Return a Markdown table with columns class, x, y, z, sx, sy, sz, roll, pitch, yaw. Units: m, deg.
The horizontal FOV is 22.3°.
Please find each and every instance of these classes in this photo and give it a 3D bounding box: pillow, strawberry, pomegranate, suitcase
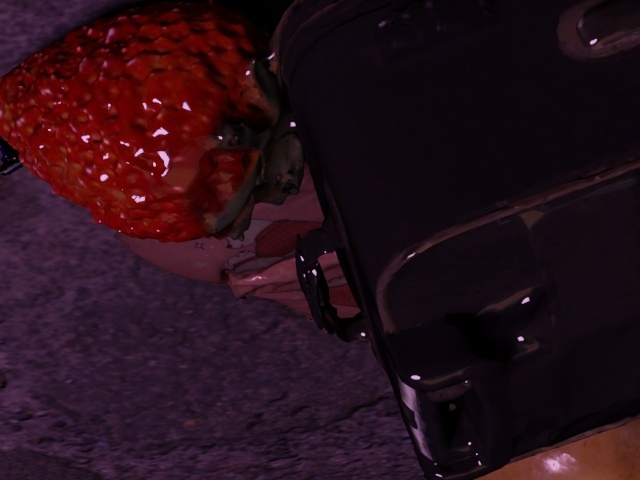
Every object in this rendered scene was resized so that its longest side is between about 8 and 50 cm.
| class | x | y | z | sx | sy | sz | roll | pitch | yaw |
| --- | --- | --- | --- | --- | --- | --- | --- | --- | --- |
| pillow | 0.000 | 0.000 | 0.963 | 0.135 | 0.049 | 0.248 | -25 | 151 | 28 |
| strawberry | -0.078 | -0.062 | 0.782 | 0.131 | 0.148 | 0.131 | -40 | 148 | -31 |
| pomegranate | 0.180 | 0.133 | 1.130 | 0.196 | 0.196 | 0.196 | -7 | 151 | -4 |
| suitcase | 0.194 | -0.056 | 0.735 | 0.434 | 0.194 | 0.283 | -22 | 149 | -2 |

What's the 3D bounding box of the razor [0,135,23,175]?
| class | x | y | z | sx | sy | sz | roll | pitch | yaw |
| --- | --- | --- | --- | --- | --- | --- | --- | --- | --- |
| razor | -0.203 | -0.070 | 0.801 | 0.155 | 0.028 | 0.044 | 19 | 145 | -42 |
